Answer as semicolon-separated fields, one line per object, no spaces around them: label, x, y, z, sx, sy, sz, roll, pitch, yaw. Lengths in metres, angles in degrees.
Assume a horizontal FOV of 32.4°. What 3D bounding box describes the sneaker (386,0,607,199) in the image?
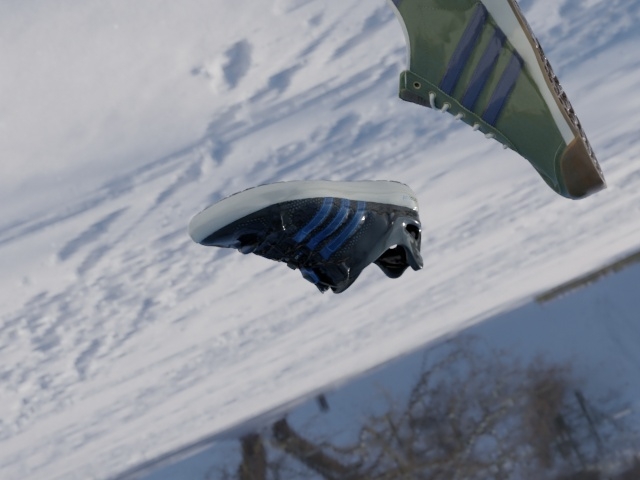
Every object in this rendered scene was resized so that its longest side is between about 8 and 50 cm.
sneaker;0.089;-0.098;0.655;0.086;0.192;0.064;-28;-177;18

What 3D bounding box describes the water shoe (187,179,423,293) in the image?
water shoe;0.000;0.000;0.821;0.203;0.080;0.073;-6;168;-34
